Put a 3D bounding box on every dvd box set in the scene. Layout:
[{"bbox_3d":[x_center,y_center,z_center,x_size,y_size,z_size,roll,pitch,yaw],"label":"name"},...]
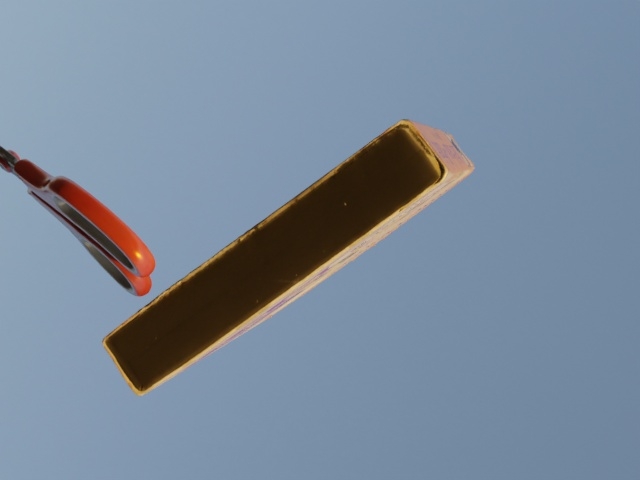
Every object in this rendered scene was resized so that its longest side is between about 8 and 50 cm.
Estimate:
[{"bbox_3d":[0.000,0.000,1.000,0.307,0.420,0.062,-36,-93,12],"label":"dvd box set"}]

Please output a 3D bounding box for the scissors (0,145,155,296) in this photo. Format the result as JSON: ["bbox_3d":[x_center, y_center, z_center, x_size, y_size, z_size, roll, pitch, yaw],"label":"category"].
[{"bbox_3d":[-0.230,-0.059,0.804,0.297,0.109,0.021,40,-108,16],"label":"scissors"}]
